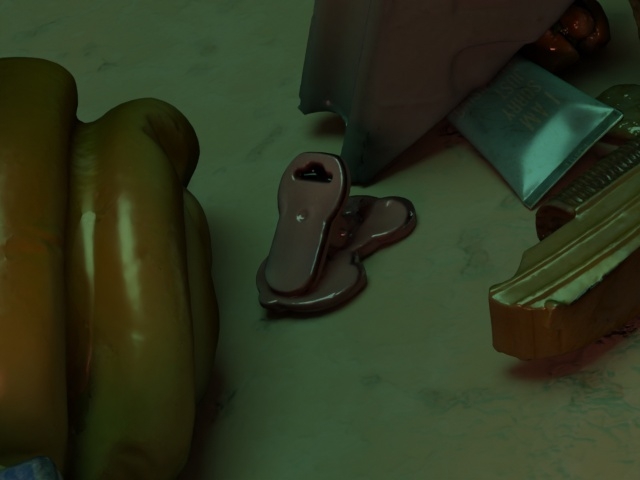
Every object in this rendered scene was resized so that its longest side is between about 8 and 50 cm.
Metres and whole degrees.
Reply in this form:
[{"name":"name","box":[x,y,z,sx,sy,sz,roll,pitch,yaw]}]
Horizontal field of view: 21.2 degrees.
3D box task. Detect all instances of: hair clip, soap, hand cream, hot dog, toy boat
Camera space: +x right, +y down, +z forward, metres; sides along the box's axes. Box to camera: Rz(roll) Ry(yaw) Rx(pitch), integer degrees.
[{"name":"hair clip","box":[0.005,0.005,1.434,0.123,0.102,0.138,2,73,31]},{"name":"soap","box":[0.134,-0.217,1.522,0.257,0.302,0.159,-8,42,-25]},{"name":"hand cream","box":[0.140,-0.137,1.525,0.111,0.070,0.312,-45,38,-1]},{"name":"hot dog","box":[0.180,-0.226,1.624,0.100,0.068,0.249,-34,36,-17]},{"name":"toy boat","box":[0.242,-0.019,1.290,0.310,0.089,0.115,-34,46,-18]}]

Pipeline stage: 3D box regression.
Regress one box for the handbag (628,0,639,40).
[{"name":"handbag","box":[0.407,-0.250,1.411,0.263,0.222,0.241,18,55,40]}]

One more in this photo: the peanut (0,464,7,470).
[{"name":"peanut","box":[-0.254,0.181,1.097,0.147,0.305,0.147,-43,20,20]}]

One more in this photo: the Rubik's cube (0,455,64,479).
[{"name":"Rubik's cube","box":[-0.208,0.304,0.953,0.237,0.238,0.237,-22,34,-3]}]

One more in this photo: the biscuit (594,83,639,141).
[{"name":"biscuit","box":[0.288,-0.104,1.445,0.147,0.018,0.071,20,50,42]}]

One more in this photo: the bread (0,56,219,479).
[{"name":"bread","box":[-0.211,0.050,1.349,0.245,0.329,0.424,18,30,-18]}]
